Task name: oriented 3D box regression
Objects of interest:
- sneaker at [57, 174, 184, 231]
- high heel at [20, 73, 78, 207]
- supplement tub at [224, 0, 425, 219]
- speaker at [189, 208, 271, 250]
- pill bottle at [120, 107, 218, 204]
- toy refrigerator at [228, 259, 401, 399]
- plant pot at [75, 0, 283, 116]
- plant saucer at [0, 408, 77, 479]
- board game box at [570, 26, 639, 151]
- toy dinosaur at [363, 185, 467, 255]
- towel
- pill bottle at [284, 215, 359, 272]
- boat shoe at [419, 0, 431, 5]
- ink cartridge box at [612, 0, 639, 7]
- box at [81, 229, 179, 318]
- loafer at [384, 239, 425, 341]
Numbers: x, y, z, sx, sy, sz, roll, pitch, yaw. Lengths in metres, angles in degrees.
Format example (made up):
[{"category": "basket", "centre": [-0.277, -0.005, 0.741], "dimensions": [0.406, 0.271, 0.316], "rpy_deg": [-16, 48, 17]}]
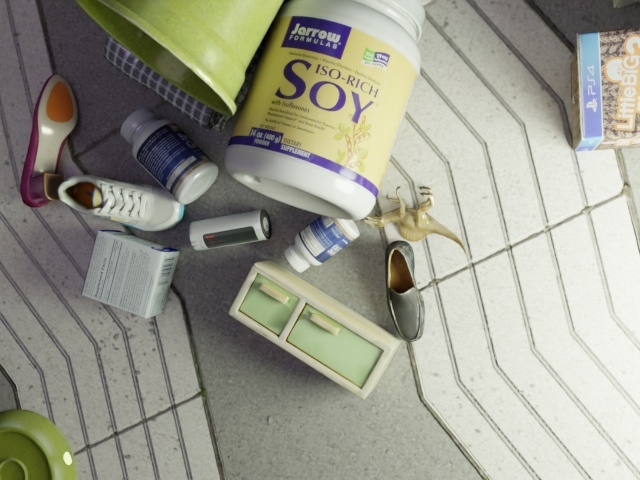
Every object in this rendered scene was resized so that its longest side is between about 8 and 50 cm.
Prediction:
[{"category": "sneaker", "centre": [-0.355, -0.065, 1.400], "dimensions": [0.229, 0.092, 0.087], "rpy_deg": [9, 93, 14]}, {"category": "high heel", "centre": [-0.515, -0.183, 1.462], "dimensions": [0.117, 0.082, 0.244], "rpy_deg": [-5, 86, 43]}, {"category": "supplement tub", "centre": [0.013, -0.220, 1.198], "dimensions": [0.241, 0.241, 0.331], "rpy_deg": [17, 84, 14]}, {"category": "speaker", "centre": [-0.158, -0.018, 1.367], "dimensions": [0.136, 0.055, 0.055], "rpy_deg": [-9, 90, 15]}, {"category": "pill bottle", "centre": [-0.267, -0.151, 1.370], "dimensions": [0.169, 0.094, 0.094], "rpy_deg": [44, 102, 10]}, {"category": "toy refrigerator", "centre": [-0.010, 0.145, 1.312], "dimensions": [0.270, 0.094, 0.102], "rpy_deg": [31, 100, 13]}, {"category": "plant pot", "centre": [-0.161, -0.359, 1.102], "dimensions": [0.276, 0.276, 0.254], "rpy_deg": [35, 87, 12]}, {"category": "plant saucer", "centre": [-0.585, 0.448, 1.514], "dimensions": [0.241, 0.037, 0.240], "rpy_deg": [1, 92, 15]}, {"category": "board game box", "centre": [0.502, -0.209, 1.083], "dimensions": [0.291, 0.232, 0.141], "rpy_deg": [-2, 92, 16]}, {"category": "toy dinosaur", "centre": [0.165, -0.038, 1.287], "dimensions": [0.183, 0.053, 0.092], "rpy_deg": [15, 112, 22]}, {"category": "towel", "centre": [-0.193, -0.355, 1.280], "dimensions": [0.235, 0.121, 0.283], "rpy_deg": [34, 101, 11]}, {"category": "pill bottle", "centre": [0.000, 0.000, 1.317], "dimensions": [0.120, 0.067, 0.067], "rpy_deg": [-37, 83, 14]}, {"category": "boat shoe", "centre": [0.187, -0.448, 1.231], "dimensions": [0.277, 0.096, 0.098], "rpy_deg": [-25, 86, 15]}, {"category": "ink cartridge box", "centre": [0.498, -0.505, 1.132], "dimensions": [0.198, 0.115, 0.272], "rpy_deg": [-13, 89, 15]}, {"category": "box", "centre": [-0.341, 0.058, 1.411], "dimensions": [0.137, 0.072, 0.126], "rpy_deg": [18, 97, 13]}, {"category": "loafer", "centre": [0.133, 0.086, 1.286], "dimensions": [0.062, 0.061, 0.170], "rpy_deg": [-12, 90, 15]}]
